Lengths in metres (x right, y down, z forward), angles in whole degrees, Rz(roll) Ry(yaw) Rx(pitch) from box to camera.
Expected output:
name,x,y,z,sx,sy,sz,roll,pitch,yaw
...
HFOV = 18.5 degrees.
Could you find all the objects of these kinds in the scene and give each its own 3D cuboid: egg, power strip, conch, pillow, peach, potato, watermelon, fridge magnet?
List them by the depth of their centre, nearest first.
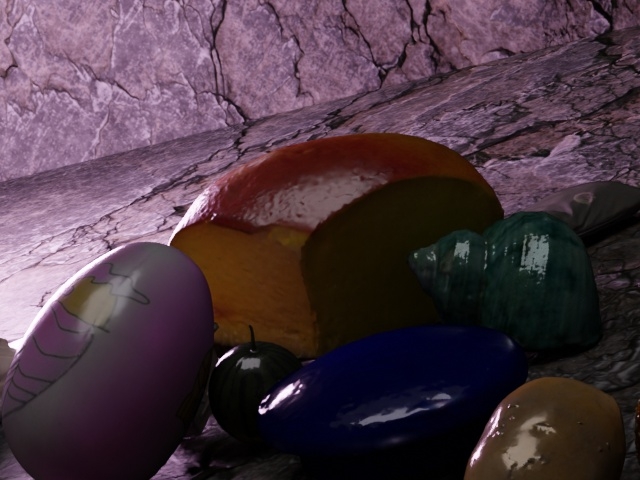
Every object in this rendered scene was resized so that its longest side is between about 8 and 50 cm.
name,x,y,z,sx,sy,sz,roll,pitch,yaw
potato,0.185,0.187,1.626,0.178,0.118,0.109,-49,0,-45
fridge magnet,0.069,0.152,1.869,0.265,0.112,0.265,-13,13,3
egg,-0.208,0.127,1.974,0.196,0.271,0.196,20,-5,2
watermelon,-0.063,0.144,1.995,0.105,0.133,0.105,-8,28,4
conch,0.198,0.044,2.118,0.202,0.134,0.196,-9,14,19
power strip,-0.138,0.142,2.138,0.042,0.075,0.175,-10,28,20
peach,0.000,0.000,2.285,0.380,0.242,0.306,-20,19,-20
pillow,0.285,-0.023,2.456,0.255,0.059,0.169,-26,15,-36

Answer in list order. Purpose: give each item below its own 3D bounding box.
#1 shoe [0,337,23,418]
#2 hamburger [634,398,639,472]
name,x,y,z,sx,sy,sz,roll,pitch,yaw
shoe,-0.432,0.146,2.321,0.124,0.159,0.316,-7,18,32
hamburger,0.295,0.165,1.565,0.081,0.126,0.141,-10,34,-16
